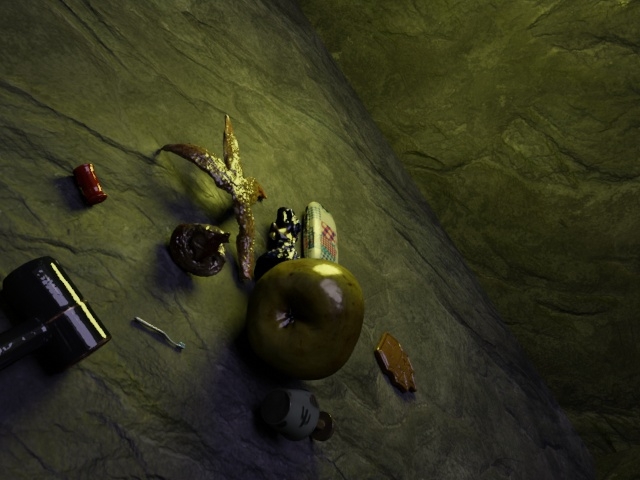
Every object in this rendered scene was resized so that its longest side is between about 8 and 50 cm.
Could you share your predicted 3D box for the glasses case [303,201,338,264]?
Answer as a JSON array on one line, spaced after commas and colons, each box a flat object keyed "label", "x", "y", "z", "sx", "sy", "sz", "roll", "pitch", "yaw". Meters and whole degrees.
[{"label": "glasses case", "x": 0.000, "y": 0.000, "z": 1.890, "sx": 0.125, "sy": 0.076, "sz": 0.328, "roll": 37, "pitch": 33, "yaw": -31}]

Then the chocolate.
[{"label": "chocolate", "x": -0.103, "y": -0.003, "z": 1.672, "sx": 0.148, "sy": 0.126, "sz": 0.343, "roll": 58, "pitch": 23, "yaw": -29}]

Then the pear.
[{"label": "pear", "x": -0.035, "y": 0.189, "z": 1.427, "sx": 0.304, "sy": 0.303, "sz": 0.304, "roll": 39, "pitch": 32, "yaw": -31}]

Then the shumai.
[{"label": "shumai", "x": -0.291, "y": 0.012, "z": 1.365, "sx": 0.139, "sy": 0.105, "sz": 0.123, "roll": 29, "pitch": 58, "yaw": 6}]

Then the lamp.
[{"label": "lamp", "x": -0.044, "y": 0.415, "z": 1.343, "sx": 0.214, "sy": 0.121, "sz": 0.121, "roll": 42, "pitch": 30, "yaw": -45}]

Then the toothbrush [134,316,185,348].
[{"label": "toothbrush", "x": -0.339, "y": 0.196, "z": 1.204, "sx": 0.131, "sy": 0.011, "sz": 0.013, "roll": 40, "pitch": 44, "yaw": -30}]

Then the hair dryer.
[{"label": "hair dryer", "x": -0.513, "y": 0.161, "z": 0.877, "sx": 0.189, "sy": 0.107, "sz": 0.352, "roll": 55, "pitch": 33, "yaw": 0}]

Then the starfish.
[{"label": "starfish", "x": -0.257, "y": -0.143, "z": 1.589, "sx": 0.398, "sy": 0.132, "sz": 0.384, "roll": 51, "pitch": 23, "yaw": -20}]

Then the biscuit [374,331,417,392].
[{"label": "biscuit", "x": 0.265, "y": 0.422, "z": 1.925, "sx": 0.215, "sy": 0.034, "sz": 0.182, "roll": 55, "pitch": 28, "yaw": -5}]

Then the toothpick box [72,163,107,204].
[{"label": "toothpick box", "x": -0.499, "y": -0.120, "z": 1.235, "sx": 0.047, "sy": 0.047, "sz": 0.083, "roll": -11, "pitch": 71, "yaw": -61}]
